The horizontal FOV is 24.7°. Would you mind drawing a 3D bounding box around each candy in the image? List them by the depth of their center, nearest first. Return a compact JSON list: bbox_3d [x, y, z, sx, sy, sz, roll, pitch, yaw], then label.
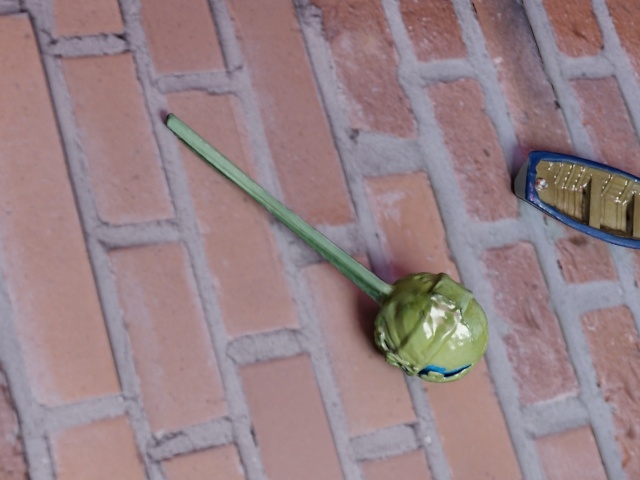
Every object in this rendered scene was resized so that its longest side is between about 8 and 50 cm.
[{"bbox_3d":[0.000,0.000,1.233,0.335,0.093,0.092,39,91,1],"label":"candy"}]

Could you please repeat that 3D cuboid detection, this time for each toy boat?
[{"bbox_3d":[0.289,-0.026,1.400,0.229,0.046,0.080,16,63,-21],"label":"toy boat"}]
